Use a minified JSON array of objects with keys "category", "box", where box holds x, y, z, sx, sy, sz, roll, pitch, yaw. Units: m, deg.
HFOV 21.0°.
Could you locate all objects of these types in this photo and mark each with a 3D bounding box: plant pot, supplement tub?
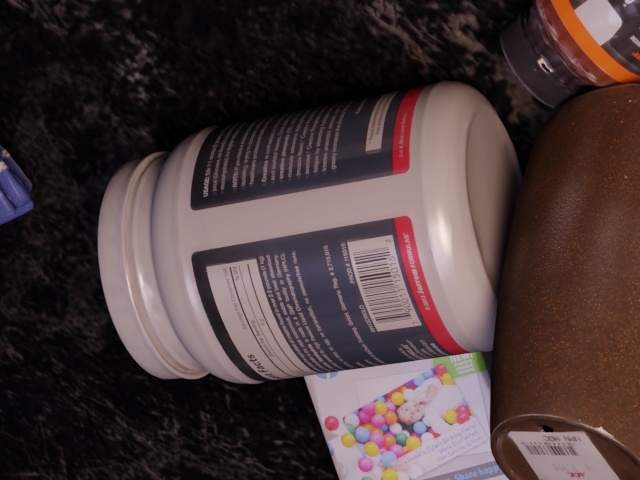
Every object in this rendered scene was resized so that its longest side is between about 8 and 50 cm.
[{"category":"plant pot","box":[0.197,0.056,1.101,0.215,0.230,0.215,20,145,15]},{"category":"supplement tub","box":[0.000,0.000,1.233,0.272,0.191,0.191,-9,117,22]},{"category":"supplement tub","box":[0.212,-0.167,1.120,0.198,0.106,0.106,-37,105,31]}]

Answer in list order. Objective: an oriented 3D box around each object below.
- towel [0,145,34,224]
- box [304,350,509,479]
[{"category":"towel","box":[-0.402,-0.123,1.382,0.243,0.040,0.336,-22,110,29]},{"category":"box","box":[0.078,0.147,1.348,0.145,0.038,0.186,-17,93,19]}]
